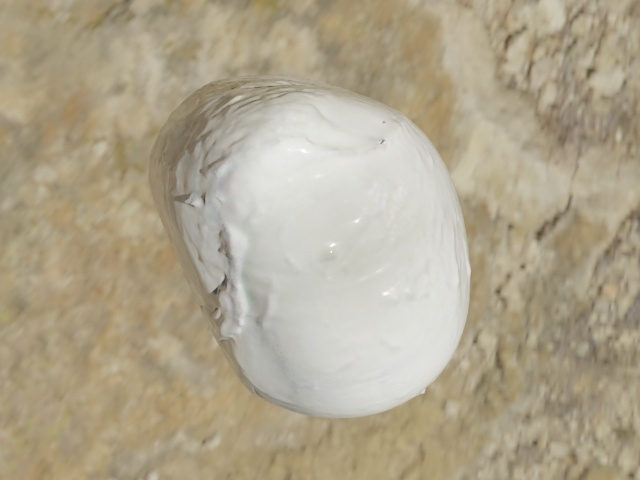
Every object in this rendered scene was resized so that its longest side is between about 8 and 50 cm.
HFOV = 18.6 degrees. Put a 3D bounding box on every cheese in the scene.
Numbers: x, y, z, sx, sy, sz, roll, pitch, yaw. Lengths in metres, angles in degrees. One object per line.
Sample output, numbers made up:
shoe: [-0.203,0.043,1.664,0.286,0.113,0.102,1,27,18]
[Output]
cheese: [0.000,0.000,1.052,0.154,0.198,0.189,-18,103,-8]
